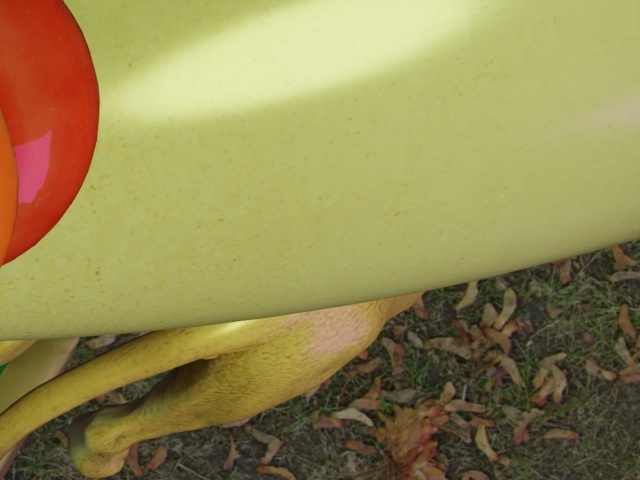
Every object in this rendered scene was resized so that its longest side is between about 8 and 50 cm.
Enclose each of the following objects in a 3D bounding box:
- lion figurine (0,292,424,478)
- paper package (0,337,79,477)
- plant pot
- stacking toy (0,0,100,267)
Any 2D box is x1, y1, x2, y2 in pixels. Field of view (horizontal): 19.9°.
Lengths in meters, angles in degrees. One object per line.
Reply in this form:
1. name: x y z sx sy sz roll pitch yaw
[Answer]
1. lion figurine: 0.000 0.000 0.811 0.240 0.142 0.392 -18 -159 33
2. paper package: -0.314 0.189 1.096 0.325 0.168 0.309 -61 -174 -31
3. plant pot: -0.043 -0.072 0.613 0.274 0.256 0.256 -23 173 -18
4. stacking toy: -0.117 0.009 0.340 0.141 0.141 0.330 -57 -179 20
